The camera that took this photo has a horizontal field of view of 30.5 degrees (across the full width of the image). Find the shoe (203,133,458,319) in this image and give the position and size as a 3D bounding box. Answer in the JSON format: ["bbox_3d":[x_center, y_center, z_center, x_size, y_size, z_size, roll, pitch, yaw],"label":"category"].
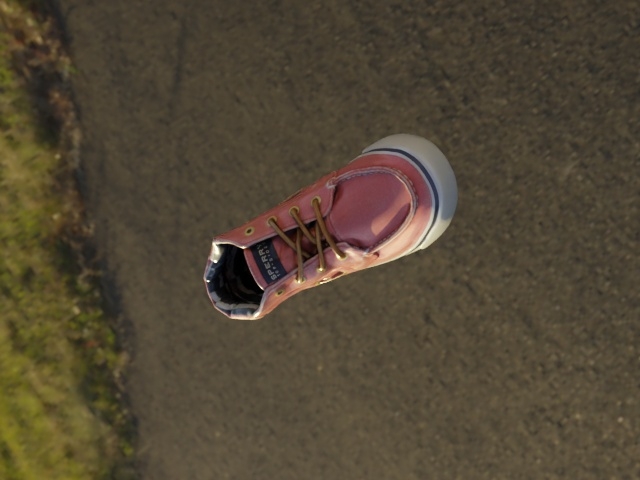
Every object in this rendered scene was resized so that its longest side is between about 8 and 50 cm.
[{"bbox_3d":[0.000,0.000,0.654,0.063,0.081,0.178,61,148,-1],"label":"shoe"}]
